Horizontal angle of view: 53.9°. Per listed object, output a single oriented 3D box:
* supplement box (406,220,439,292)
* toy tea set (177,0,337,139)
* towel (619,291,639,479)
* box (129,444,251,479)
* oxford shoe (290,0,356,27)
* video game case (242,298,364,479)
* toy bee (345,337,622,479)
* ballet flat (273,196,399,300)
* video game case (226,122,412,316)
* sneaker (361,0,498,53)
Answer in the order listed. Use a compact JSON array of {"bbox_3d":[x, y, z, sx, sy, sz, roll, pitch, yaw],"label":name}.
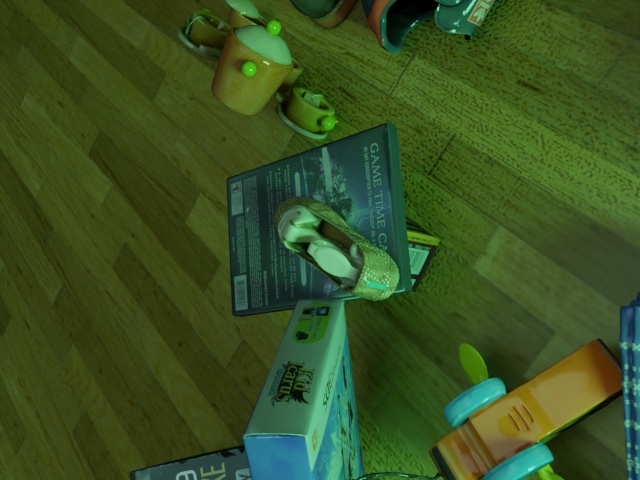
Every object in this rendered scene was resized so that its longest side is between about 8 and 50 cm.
[{"bbox_3d":[0.044,-0.012,0.825,0.188,0.104,0.081,33,104,38],"label":"supplement box"},{"bbox_3d":[-0.090,-0.294,0.926,0.124,0.200,0.336,-56,48,27],"label":"toy tea set"},{"bbox_3d":[0.385,0.211,0.519,0.243,0.040,0.336,-1,95,35],"label":"towel"},{"bbox_3d":[-0.111,0.434,0.828,0.242,0.076,0.307,-14,71,8],"label":"box"},{"bbox_3d":[0.044,-0.448,0.906,0.097,0.098,0.271,38,105,36],"label":"oxford shoe"},{"bbox_3d":[-0.002,0.237,0.672,0.061,0.244,0.269,-3,112,12],"label":"video game case"},{"bbox_3d":[0.176,0.207,0.674,0.298,0.162,0.195,-12,64,11],"label":"toy bee"},{"bbox_3d":[0.000,0.000,0.714,0.206,0.067,0.073,30,104,39],"label":"ballet flat"},{"bbox_3d":[-0.015,-0.016,0.790,0.274,0.026,0.196,-13,76,37],"label":"video game case"},{"bbox_3d":[0.201,-0.332,0.754,0.350,0.131,0.148,-15,80,42],"label":"sneaker"}]
